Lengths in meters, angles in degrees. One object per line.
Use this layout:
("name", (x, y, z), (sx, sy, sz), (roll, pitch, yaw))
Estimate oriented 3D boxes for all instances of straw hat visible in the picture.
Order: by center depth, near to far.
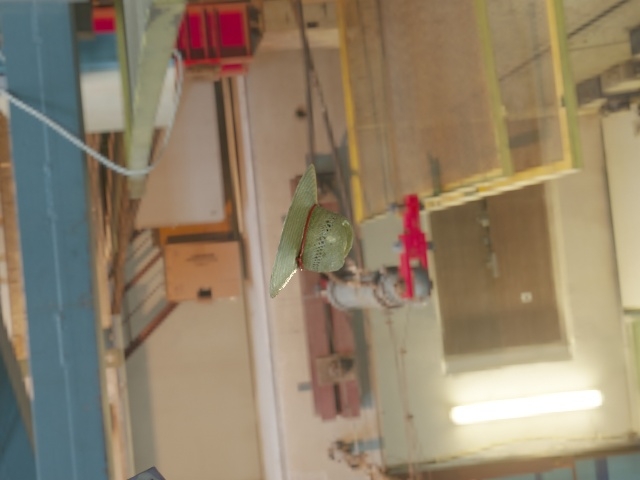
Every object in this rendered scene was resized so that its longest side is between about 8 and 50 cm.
("straw hat", (0.000, 0.000, 0.986), (0.061, 0.144, 0.144), (17, 180, 7))

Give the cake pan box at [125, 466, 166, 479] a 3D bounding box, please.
("cake pan box", (-0.101, 0.365, 0.879), (0.070, 0.267, 0.246), (-23, -149, -27))
